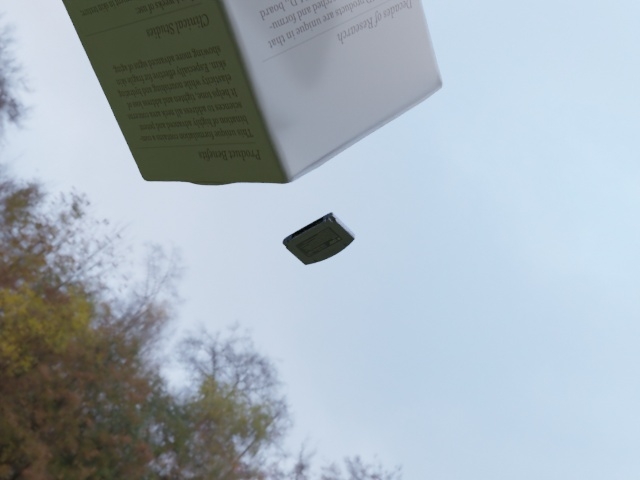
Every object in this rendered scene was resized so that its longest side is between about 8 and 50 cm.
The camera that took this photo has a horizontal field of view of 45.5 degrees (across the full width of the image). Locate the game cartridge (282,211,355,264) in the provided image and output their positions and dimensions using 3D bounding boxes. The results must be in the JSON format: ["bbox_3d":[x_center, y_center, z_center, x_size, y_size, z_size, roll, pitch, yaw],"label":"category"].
[{"bbox_3d":[0.000,0.000,0.970,0.083,0.017,0.056,-28,-57,28],"label":"game cartridge"}]

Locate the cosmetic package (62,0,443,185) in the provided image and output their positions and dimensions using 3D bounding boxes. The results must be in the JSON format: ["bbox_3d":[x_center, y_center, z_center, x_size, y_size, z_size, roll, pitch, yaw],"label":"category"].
[{"bbox_3d":[-0.103,-0.314,0.992,0.330,0.327,0.393,6,-56,46],"label":"cosmetic package"}]
